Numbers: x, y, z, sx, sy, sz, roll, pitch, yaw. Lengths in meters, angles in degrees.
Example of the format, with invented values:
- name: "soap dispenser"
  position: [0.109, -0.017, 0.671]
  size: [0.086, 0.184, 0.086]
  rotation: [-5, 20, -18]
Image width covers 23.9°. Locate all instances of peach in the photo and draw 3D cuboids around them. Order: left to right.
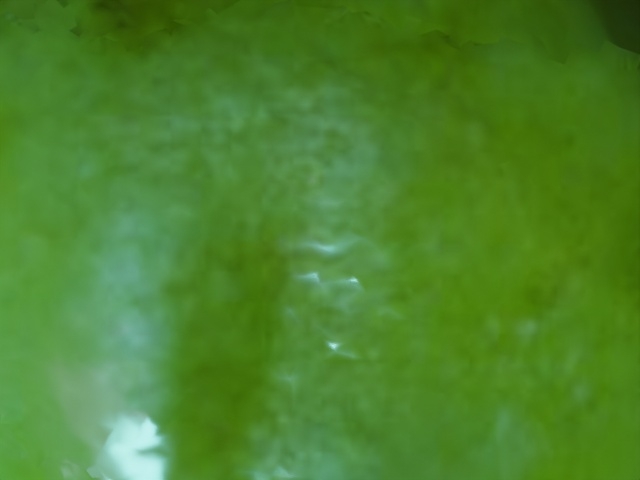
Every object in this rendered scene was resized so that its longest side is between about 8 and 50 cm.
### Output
- name: "peach"
  position: [-0.006, -0.006, 0.507]
  size: [0.315, 0.281, 0.314]
  rotation: [-5, 93, -3]
